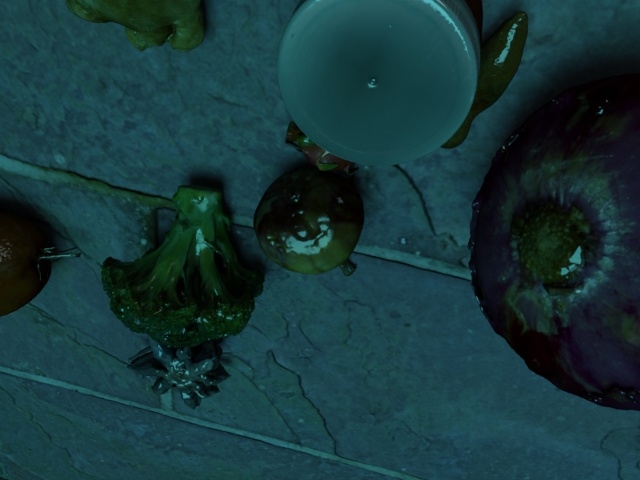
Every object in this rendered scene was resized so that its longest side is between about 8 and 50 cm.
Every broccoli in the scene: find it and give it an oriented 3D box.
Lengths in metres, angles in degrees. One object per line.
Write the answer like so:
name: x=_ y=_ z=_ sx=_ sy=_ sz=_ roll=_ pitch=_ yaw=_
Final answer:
broccoli: x=-0.216 y=0.042 z=0.941 sx=0.254 sy=0.269 sz=0.269 roll=12 pitch=132 yaw=-1

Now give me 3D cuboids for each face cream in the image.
face cream: x=0.071 y=-0.211 z=0.645 sx=0.201 sy=0.187 sz=0.200 roll=8 pitch=131 yaw=10

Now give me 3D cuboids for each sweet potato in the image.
sweet potato: x=0.195 y=-0.185 z=0.718 sx=0.058 sy=0.055 sz=0.202 roll=13 pitch=135 yaw=-14

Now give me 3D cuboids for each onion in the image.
onion: x=0.354 y=-0.003 z=0.648 sx=0.345 sy=0.358 sz=0.358 roll=-8 pitch=130 yaw=-7

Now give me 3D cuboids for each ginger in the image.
ginger: x=-0.240 y=-0.312 z=0.711 sx=0.216 sy=0.102 sz=0.157 roll=18 pitch=159 yaw=-5

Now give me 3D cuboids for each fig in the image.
fig: x=-0.001 y=0.005 z=0.880 sx=0.161 sy=0.143 sz=0.230 roll=-18 pitch=123 yaw=7

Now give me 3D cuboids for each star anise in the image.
star anise: x=-0.280 y=0.255 z=1.213 sx=0.237 sy=0.093 sz=0.229 roll=-19 pitch=122 yaw=31

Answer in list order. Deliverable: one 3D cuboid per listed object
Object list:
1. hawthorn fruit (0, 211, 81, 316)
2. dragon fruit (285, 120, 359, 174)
hawthorn fruit: x=-0.575 y=0.039 z=1.055 sx=0.300 sy=0.211 sz=0.211 roll=-5 pitch=129 yaw=5
dragon fruit: x=0.007 y=-0.135 z=0.799 sx=0.116 sy=0.086 sz=0.081 roll=8 pitch=136 yaw=6
